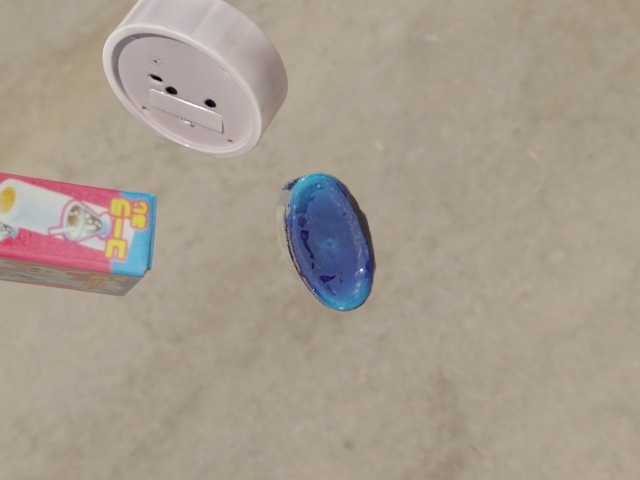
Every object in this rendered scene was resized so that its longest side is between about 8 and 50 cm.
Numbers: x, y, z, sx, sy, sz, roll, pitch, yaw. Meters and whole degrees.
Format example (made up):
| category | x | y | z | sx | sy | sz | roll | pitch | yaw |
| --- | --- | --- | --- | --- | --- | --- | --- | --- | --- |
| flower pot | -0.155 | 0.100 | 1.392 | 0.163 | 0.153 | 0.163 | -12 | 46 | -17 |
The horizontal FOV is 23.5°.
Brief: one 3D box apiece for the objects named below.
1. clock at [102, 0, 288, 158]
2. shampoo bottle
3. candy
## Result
| category | x | y | z | sx | sy | sz | roll | pitch | yaw |
| --- | --- | --- | --- | --- | --- | --- | --- | --- | --- |
| clock | -0.136 | -0.181 | 1.672 | 0.197 | 0.197 | 0.068 | -8 | 42 | 46 |
| shampoo bottle | 0.000 | 0.000 | 0.996 | 0.050 | 0.087 | 0.183 | -19 | 2 | -4 |
| candy | -0.346 | -0.014 | 1.702 | 0.157 | 0.306 | 0.100 | 146 | 130 | -71 |
